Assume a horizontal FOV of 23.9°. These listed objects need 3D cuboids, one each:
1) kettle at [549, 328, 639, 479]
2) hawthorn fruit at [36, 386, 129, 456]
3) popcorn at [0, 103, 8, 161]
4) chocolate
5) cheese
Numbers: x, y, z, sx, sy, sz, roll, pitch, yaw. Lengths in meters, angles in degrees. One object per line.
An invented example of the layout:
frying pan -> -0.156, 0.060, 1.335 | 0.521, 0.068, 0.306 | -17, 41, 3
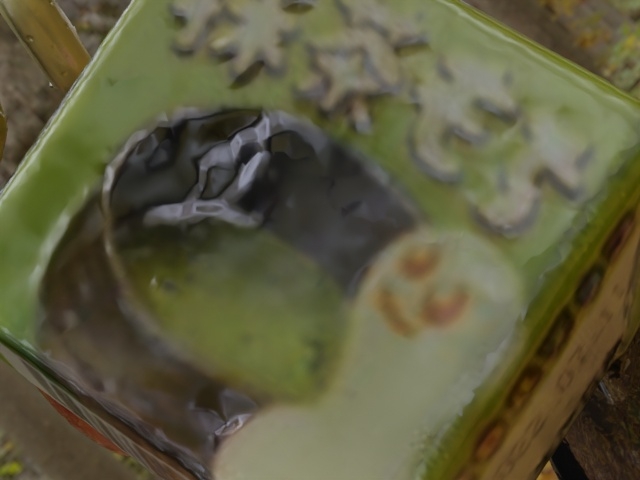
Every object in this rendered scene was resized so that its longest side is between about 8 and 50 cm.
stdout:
kettle -> 0.236, 0.038, 1.150 | 0.290, 0.207, 0.268 | 57, -147, -42
hawthorn fruit -> -0.183, 0.093, 1.635 | 0.284, 0.284, 0.284 | -45, -9, -9
popcorn -> -0.419, -0.100, 1.484 | 0.235, 0.242, 0.250 | -15, -22, -30
chocolate -> 0.000, 0.000, 0.745 | 0.289, 0.301, 0.137 | -56, -18, -6
cheese -> -0.282, -0.231, 1.397 | 0.050, 0.127, 0.255 | -32, -33, -2
